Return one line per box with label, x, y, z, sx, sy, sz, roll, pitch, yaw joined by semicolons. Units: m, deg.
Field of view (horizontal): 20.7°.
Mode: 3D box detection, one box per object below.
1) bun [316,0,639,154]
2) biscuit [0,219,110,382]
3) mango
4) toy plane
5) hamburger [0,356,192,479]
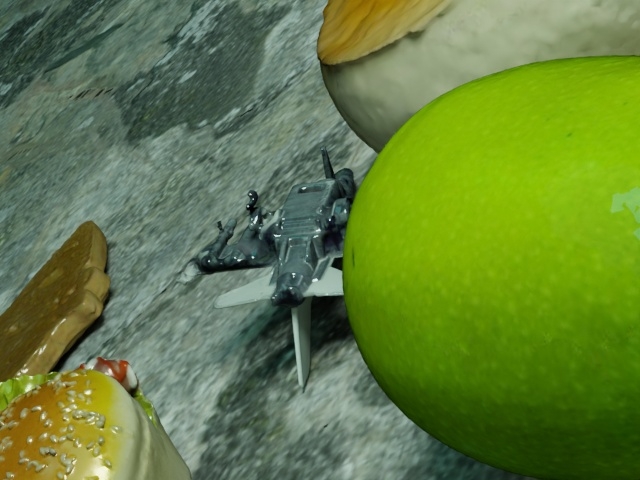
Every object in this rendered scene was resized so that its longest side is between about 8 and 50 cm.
bun;0.144;-0.148;0.972;0.299;0.165;0.299;-44;19;19
biscuit;-0.224;0.068;1.400;0.162;0.035;0.250;-22;30;33
mango;0.131;0.014;0.703;0.192;0.156;0.343;-52;25;-15
toy plane;-0.004;-0.010;1.097;0.160;0.082;0.234;-7;33;14
hamburger;-0.171;0.164;1.011;0.210;0.116;0.173;-37;24;16
